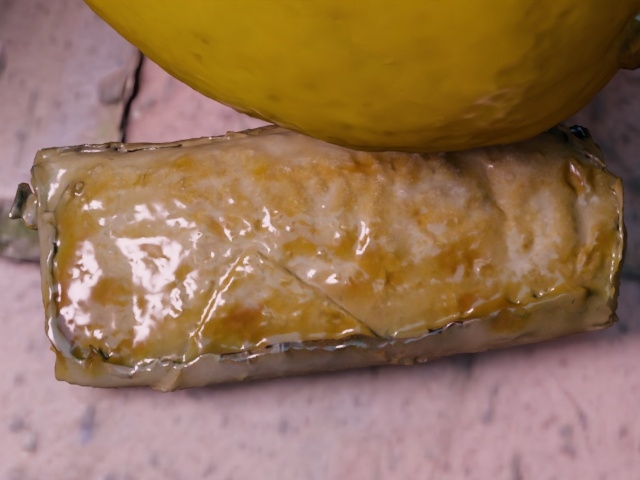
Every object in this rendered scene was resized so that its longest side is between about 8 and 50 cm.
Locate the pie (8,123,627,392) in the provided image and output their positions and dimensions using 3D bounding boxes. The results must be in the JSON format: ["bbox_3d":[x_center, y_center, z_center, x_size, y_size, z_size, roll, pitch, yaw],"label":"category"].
[{"bbox_3d":[0.000,0.000,0.808,0.282,0.068,0.128,-5,73,-2],"label":"pie"}]

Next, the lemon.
[{"bbox_3d":[0.023,-0.203,0.738,0.348,0.348,0.348,1,73,-5],"label":"lemon"}]
